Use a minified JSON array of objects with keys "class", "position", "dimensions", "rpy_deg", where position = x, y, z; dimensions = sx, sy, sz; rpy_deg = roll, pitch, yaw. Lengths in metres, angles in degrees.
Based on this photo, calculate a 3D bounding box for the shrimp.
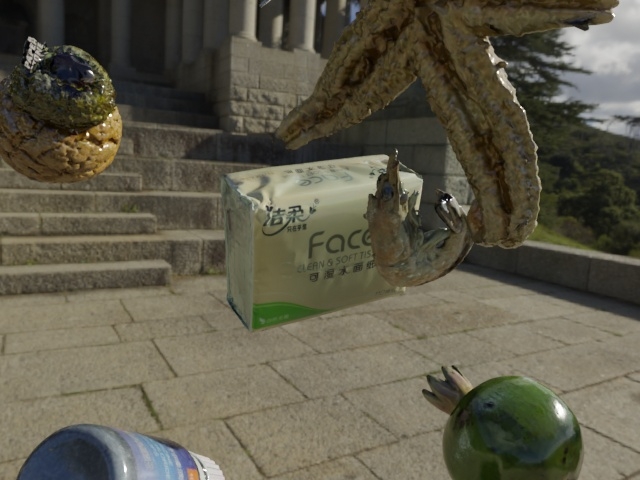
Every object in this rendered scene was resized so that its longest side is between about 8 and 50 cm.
[{"class":"shrimp","position":[0.115,-0.018,0.577],"dimensions":[0.126,0.223,0.048],"rpy_deg":[-17,50,4]}]

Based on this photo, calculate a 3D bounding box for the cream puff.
[{"class":"cream puff","position":[-0.363,-0.190,0.697],"dimensions":[0.183,0.184,0.169],"rpy_deg":[-1,-24,-32]}]

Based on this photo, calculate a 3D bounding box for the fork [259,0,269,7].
[{"class":"fork","position":[-0.060,-0.405,0.810],"dimensions":[0.016,0.012,0.115],"rpy_deg":[27,62,30]}]

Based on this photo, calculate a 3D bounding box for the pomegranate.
[{"class":"pomegranate","position":[0.237,0.260,0.696],"dimensions":[0.186,0.187,0.225],"rpy_deg":[-2,28,-34]}]

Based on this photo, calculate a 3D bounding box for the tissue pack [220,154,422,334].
[{"class":"tissue pack","position":[0.000,0.000,1.137],"dimensions":[0.404,0.332,0.205],"rpy_deg":[-12,33,-26]}]

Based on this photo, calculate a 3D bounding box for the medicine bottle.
[{"class":"medicine bottle","position":[-0.138,0.197,0.396],"dimensions":[0.083,0.084,0.203],"rpy_deg":[5,-26,13]}]

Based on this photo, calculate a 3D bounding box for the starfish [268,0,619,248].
[{"class":"starfish","position":[0.057,-0.189,0.504],"dimensions":[0.432,0.324,0.082],"rpy_deg":[37,53,26]}]
